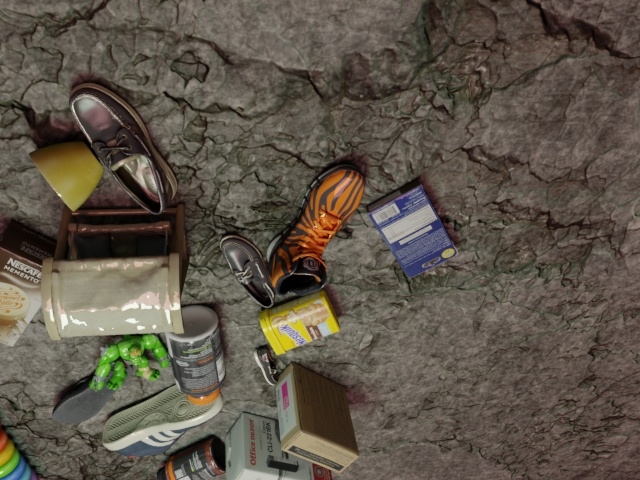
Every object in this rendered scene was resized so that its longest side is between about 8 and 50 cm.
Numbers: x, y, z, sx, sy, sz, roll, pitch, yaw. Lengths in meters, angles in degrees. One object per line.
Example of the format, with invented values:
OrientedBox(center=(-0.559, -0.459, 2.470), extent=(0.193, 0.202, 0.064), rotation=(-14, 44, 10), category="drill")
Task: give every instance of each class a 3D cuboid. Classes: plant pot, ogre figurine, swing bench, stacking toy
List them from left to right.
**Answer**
OrientedBox(center=(-0.857, 0.581, 1.617), extent=(0.141, 0.141, 0.331), rotation=(-6, 119, -4), category="stacking toy")
OrientedBox(center=(-0.478, -0.138, 1.172), extent=(0.095, 0.134, 0.134), rotation=(-37, 125, -13), category="plant pot")
OrientedBox(center=(-0.403, 0.059, 1.228), extent=(0.253, 0.255, 0.165), rotation=(-2, 125, -7), category="swing bench")
OrientedBox(center=(-0.462, 0.287, 1.474), extent=(0.196, 0.097, 0.118), rotation=(-4, 117, -14), category="ogre figurine")

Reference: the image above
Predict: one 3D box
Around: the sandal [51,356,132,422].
OrientedBox(center=(-0.581, 0.382, 1.560), extent=(0.254, 0.054, 0.097), rotation=(-40, 129, 7), category="sandal")

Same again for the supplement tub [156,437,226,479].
OrientedBox(center=(-0.369, 0.649, 1.738), extent=(0.197, 0.106, 0.106), rotation=(-26, 124, 11), category="supplement tub")

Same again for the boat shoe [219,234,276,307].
OrientedBox(center=(-0.161, 0.074, 1.390), extent=(0.075, 0.065, 0.206), rotation=(-26, 124, 10), category="boat shoe")

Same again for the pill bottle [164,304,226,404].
OrientedBox(center=(-0.300, 0.289, 1.480), extent=(0.130, 0.130, 0.246), rotation=(-4, 125, -5), category="pill bottle")

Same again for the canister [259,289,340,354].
OrientedBox(center=(-0.049, 0.200, 1.491), extent=(0.169, 0.073, 0.126), rotation=(-21, 125, 5), category="canister")

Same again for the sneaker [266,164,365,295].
OrientedBox(center=(0.000, 0.000, 1.292), extent=(0.124, 0.180, 0.321), rotation=(24, 118, -23), category="sneaker")

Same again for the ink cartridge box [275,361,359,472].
OrientedBox(center=(-0.014, 0.457, 1.575), extent=(0.193, 0.235, 0.088), rotation=(31, 114, -25), category="ink cartridge box")

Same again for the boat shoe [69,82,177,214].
OrientedBox(center=(-0.377, -0.170, 1.172), extent=(0.102, 0.092, 0.285), rotation=(-24, 125, 8), category="boat shoe")

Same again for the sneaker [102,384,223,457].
OrientedBox(center=(-0.397, 0.488, 1.618), extent=(0.349, 0.131, 0.148), rotation=(-20, 132, 13), category="sneaker")

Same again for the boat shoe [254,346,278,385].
OrientedBox(center=(-0.133, 0.328, 1.586), extent=(0.038, 0.046, 0.125), rotation=(-18, 117, 10), category="boat shoe")

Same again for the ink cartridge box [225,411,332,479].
OrientedBox(center=(-0.118, 0.616, 1.693), extent=(0.272, 0.197, 0.114), rotation=(20, 118, -21), category="ink cartridge box")

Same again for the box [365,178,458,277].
OrientedBox(center=(0.213, -0.022, 1.396), extent=(0.136, 0.037, 0.225), rotation=(-28, 123, 12), category="box")

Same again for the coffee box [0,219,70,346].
OrientedBox(center=(-0.668, 0.096, 1.311), extent=(0.141, 0.098, 0.246), rotation=(30, 116, -26), category="coffee box")
